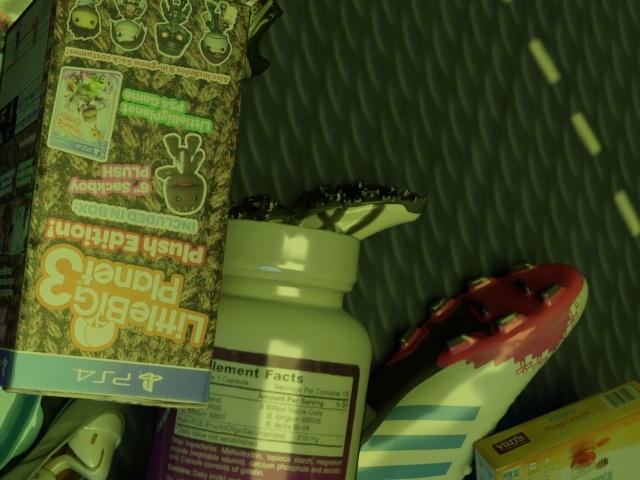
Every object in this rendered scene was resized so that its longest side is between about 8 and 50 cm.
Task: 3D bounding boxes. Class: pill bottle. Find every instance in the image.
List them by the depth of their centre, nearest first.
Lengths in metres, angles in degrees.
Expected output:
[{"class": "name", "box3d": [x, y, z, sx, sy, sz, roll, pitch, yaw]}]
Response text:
[{"class": "pill bottle", "box3d": [-0.048, 0.139, 1.073, 0.169, 0.169, 0.302, 9, 86, -19]}]

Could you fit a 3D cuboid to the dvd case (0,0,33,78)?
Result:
[{"class": "dvd case", "box3d": [-0.262, -0.184, 1.112, 0.087, 0.013, 0.119, 27, 86, -19]}]

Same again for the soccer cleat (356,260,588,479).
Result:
[{"class": "soccer cleat", "box3d": [0.117, 0.150, 1.229, 0.331, 0.116, 0.143, -34, 115, -8]}]

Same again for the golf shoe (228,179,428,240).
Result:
[{"class": "golf shoe", "box3d": [0.000, 0.000, 1.190, 0.198, 0.077, 0.094, -9, 101, -7]}]

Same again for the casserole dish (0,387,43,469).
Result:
[{"class": "casserole dish", "box3d": [-0.321, 0.120, 1.107, 0.188, 0.037, 0.114, 29, 85, -20]}]

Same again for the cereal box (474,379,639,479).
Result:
[{"class": "cereal box", "box3d": [0.234, 0.259, 1.255, 0.173, 0.047, 0.240, -20, 125, -16]}]

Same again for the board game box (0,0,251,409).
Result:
[{"class": "board game box", "box3d": [-0.168, -0.029, 1.011, 0.141, 0.232, 0.291, 8, 85, -22]}]

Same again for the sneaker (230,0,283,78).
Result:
[{"class": "sneaker", "box3d": [-0.068, -0.216, 1.151, 0.074, 0.063, 0.170, 3, 99, -19]}]

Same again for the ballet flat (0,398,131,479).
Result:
[{"class": "ballet flat", "box3d": [-0.215, 0.195, 1.112, 0.213, 0.068, 0.072, -44, 145, -24]}]
